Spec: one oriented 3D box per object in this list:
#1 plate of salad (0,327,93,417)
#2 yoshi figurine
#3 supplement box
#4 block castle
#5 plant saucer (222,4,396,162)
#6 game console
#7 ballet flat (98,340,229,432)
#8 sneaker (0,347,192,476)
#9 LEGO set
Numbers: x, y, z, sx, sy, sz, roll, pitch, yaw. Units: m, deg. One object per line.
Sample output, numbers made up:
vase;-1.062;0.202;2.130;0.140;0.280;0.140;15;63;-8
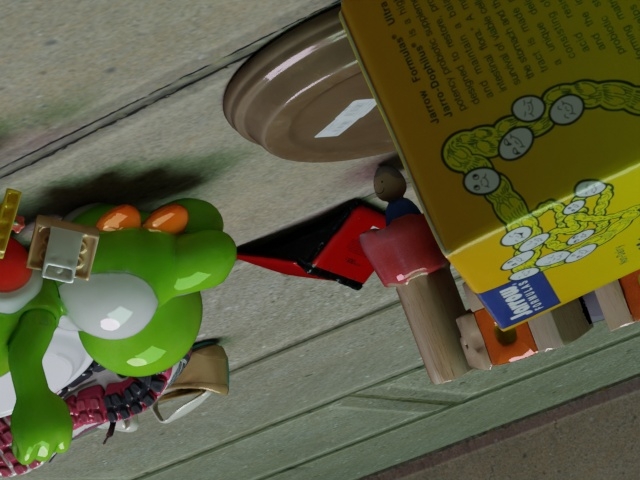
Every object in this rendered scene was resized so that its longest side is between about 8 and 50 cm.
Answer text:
plate of salad;-0.317;0.126;1.686;0.200;0.048;0.200;-19;156;-9
yoshi figurine;-0.243;0.077;1.443;0.362;0.203;0.203;-17;-179;-12
supplement box;0.225;-0.117;1.135;0.356;0.195;0.194;-25;157;8
block castle;0.275;-0.048;1.519;0.453;0.213;0.303;-23;177;43
plant saucer;0.062;-0.124;1.321;0.278;0.041;0.278;-16;165;-4
game console;0.000;0.000;1.733;0.124;0.085;0.144;-52;158;7
ballet flat;-0.214;0.189;2.043;0.232;0.073;0.080;-22;164;16
sneaker;-0.269;0.166;1.833;0.299;0.121;0.112;-18;-176;22
LEGO set;-0.310;0.013;1.253;0.287;0.132;0.107;-20;175;-16
